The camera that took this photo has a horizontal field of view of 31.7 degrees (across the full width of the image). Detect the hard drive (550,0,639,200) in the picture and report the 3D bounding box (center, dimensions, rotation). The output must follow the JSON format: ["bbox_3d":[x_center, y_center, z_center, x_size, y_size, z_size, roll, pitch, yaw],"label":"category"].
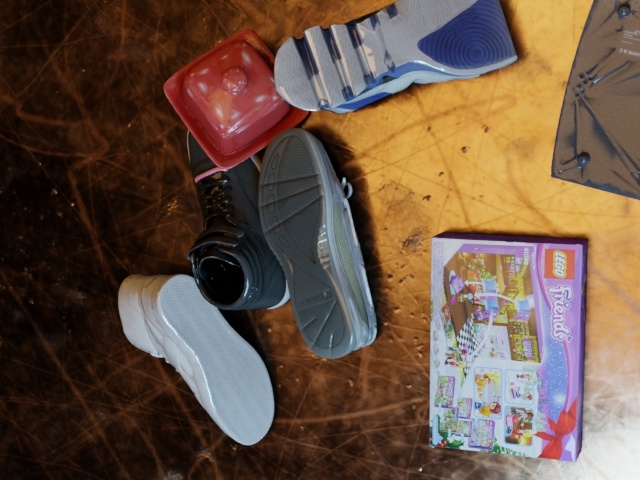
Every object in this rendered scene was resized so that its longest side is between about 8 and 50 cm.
[{"bbox_3d":[0.396,-0.184,1.404,0.172,0.054,0.255,16,103,18],"label":"hard drive"}]

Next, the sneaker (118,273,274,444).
[{"bbox_3d":[-0.186,0.166,1.658,0.169,0.108,0.292,4,127,53],"label":"sneaker"}]

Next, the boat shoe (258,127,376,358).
[{"bbox_3d":[0.002,0.001,1.565,0.118,0.103,0.320,-19,86,34],"label":"boat shoe"}]

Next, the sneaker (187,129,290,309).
[{"bbox_3d":[-0.135,-0.034,1.576,0.104,0.147,0.296,-21,89,24],"label":"sneaker"}]

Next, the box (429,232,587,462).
[{"bbox_3d":[0.249,0.140,1.505,0.201,0.057,0.293,3,99,21],"label":"box"}]

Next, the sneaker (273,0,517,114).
[{"bbox_3d":[0.080,-0.247,1.479,0.315,0.182,0.127,-15,95,-8],"label":"sneaker"}]

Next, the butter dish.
[{"bbox_3d":[-0.117,-0.205,1.539,0.160,0.118,0.160,-35,84,-6],"label":"butter dish"}]
